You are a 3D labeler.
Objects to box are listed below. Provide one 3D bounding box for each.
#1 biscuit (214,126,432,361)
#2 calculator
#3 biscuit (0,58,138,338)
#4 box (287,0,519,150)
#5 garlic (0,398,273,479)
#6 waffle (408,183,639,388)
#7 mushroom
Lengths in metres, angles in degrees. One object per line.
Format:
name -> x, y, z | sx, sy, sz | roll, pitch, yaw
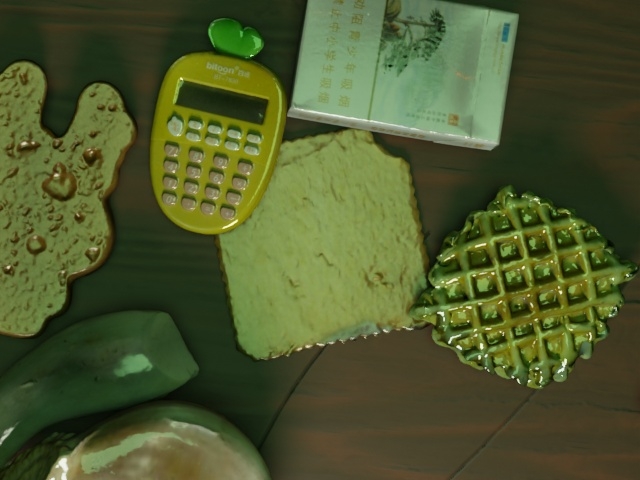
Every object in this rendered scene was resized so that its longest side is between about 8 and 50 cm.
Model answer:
biscuit -> 0.000, 0.000, 1.880 | 0.232, 0.013, 0.237 | -11, 91, -3
calculator -> -0.111, -0.123, 1.846 | 0.146, 0.032, 0.235 | 14, 93, 13
biscuit -> -0.307, -0.042, 1.848 | 0.186, 0.044, 0.295 | 17, 88, 0
box -> 0.090, -0.191, 1.854 | 0.233, 0.067, 0.150 | 10, 88, -3
garlic -> -0.177, 0.296, 1.792 | 0.325, 0.132, 0.279 | 33, 104, -21
waffle -> 0.225, 0.055, 1.870 | 0.214, 0.054, 0.208 | 34, 89, -8
mushroom -> -0.273, 0.159, 1.829 | 0.270, 0.103, 0.118 | -27, 86, 8
